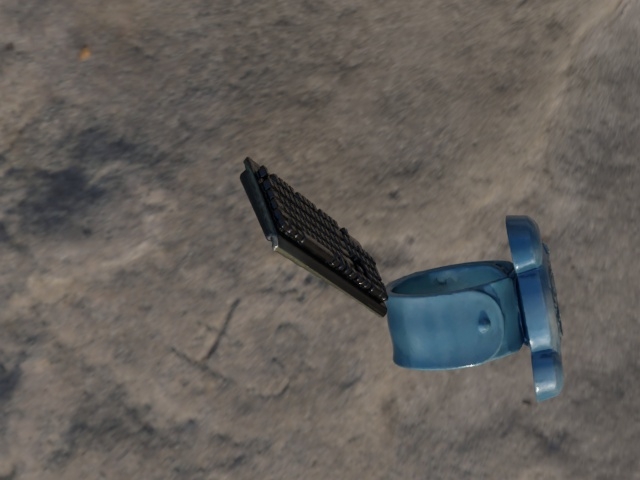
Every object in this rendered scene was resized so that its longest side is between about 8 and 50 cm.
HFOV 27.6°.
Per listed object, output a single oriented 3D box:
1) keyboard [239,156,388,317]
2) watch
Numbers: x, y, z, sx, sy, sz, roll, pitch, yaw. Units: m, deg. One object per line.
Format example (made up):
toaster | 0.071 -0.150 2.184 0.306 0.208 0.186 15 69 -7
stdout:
keyboard | 0.000 0.000 1.152 0.025 0.230 0.093 -30 61 15
watch | 0.172 0.080 1.475 0.193 0.211 0.211 -9 101 10
